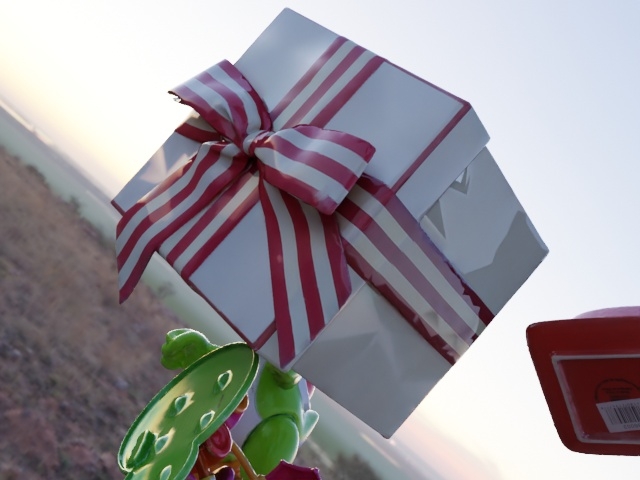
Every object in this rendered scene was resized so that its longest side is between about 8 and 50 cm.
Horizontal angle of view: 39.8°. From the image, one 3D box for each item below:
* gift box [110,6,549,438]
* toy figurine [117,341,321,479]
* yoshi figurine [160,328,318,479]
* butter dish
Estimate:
[{"bbox_3d":[0.000,0.000,0.715,0.255,0.276,0.258,32,-10,41],"label":"gift box"},{"bbox_3d":[-0.056,0.188,0.648,0.159,0.130,0.173,52,24,-17],"label":"toy figurine"},{"bbox_3d":[-0.086,0.135,0.988,0.203,0.362,0.203,16,-1,1],"label":"yoshi figurine"},{"bbox_3d":[0.300,0.118,0.848,0.160,0.118,0.160,-8,-66,35],"label":"butter dish"}]
